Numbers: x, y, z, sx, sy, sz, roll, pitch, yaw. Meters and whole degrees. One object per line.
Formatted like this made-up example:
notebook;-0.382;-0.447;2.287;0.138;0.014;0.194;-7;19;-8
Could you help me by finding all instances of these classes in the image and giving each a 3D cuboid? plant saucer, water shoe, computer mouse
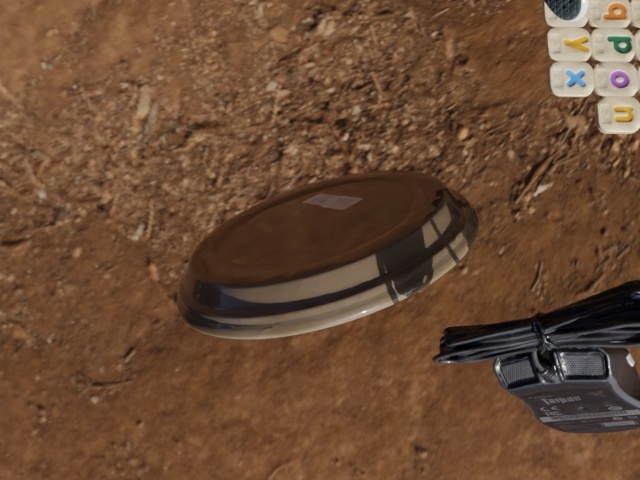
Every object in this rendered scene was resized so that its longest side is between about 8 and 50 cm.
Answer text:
plant saucer;0.000;0.000;0.785;0.278;0.278;0.041;-7;112;28
water shoe;0.354;-0.423;1.306;0.073;0.080;0.203;-25;90;53
computer mouse;0.220;0.085;0.672;0.184;0.262;0.060;-16;58;33

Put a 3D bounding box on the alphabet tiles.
alphabet tiles;0.487;-0.302;1.385;0.278;0.021;0.284;-1;78;-4
